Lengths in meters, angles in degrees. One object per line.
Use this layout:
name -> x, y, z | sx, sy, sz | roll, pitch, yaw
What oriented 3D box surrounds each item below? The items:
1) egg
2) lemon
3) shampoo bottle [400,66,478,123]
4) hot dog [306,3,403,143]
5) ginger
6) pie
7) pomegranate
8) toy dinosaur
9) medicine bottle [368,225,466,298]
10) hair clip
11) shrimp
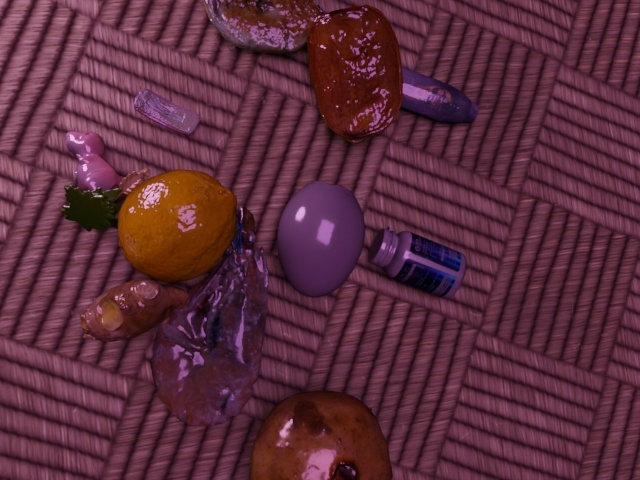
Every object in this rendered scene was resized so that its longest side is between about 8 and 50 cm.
egg -> 0.000, 0.000, 1.371 | 0.176, 0.176, 0.232 | 7, 85, -11
lemon -> -0.263, -0.027, 1.248 | 0.260, 0.204, 0.204 | -28, 92, 26
shampoo bottle -> 0.238, -0.318, 1.511 | 0.234, 0.049, 0.087 | 18, 89, -10
hot dog -> 0.074, -0.345, 1.418 | 0.196, 0.122, 0.272 | -10, 109, 11
ginger -> -0.367, 0.135, 1.284 | 0.216, 0.157, 0.102 | -26, 80, 15
pie -> -0.111, -0.531, 1.448 | 0.302, 0.067, 0.302 | 1, 84, -11
pomegranate -> -0.006, 0.425, 1.297 | 0.281, 0.281, 0.281 | 1, 85, -12
toy dinosaur -> -0.431, -0.115, 1.337 | 0.194, 0.152, 0.177 | 17, 53, -3
medicine bottle -> 0.205, 0.044, 1.445 | 0.191, 0.107, 0.107 | 22, 81, -9
hair clip -> -0.318, -0.266, 1.405 | 0.137, 0.022, 0.054 | 25, 80, -9
shrimp -> -0.210, 0.147, 1.361 | 0.221, 0.110, 0.445 | 12, 83, 6
